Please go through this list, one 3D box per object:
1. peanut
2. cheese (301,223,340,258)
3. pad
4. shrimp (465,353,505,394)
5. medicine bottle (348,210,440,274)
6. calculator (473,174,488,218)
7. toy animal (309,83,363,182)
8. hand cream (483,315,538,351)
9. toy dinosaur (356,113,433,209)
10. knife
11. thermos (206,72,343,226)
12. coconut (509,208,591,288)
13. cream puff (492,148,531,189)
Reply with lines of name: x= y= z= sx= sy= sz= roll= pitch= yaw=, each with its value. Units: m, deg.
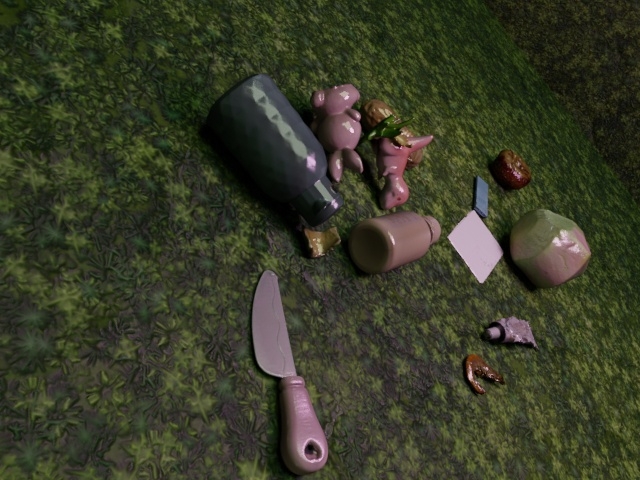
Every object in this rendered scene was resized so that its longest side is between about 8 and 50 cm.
peanut: x=0.178 y=-0.271 z=1.444 sx=0.214 sy=0.099 sz=0.099 roll=55 pitch=38 yaw=1
cheese: x=0.000 y=0.001 z=1.092 sx=0.084 sy=0.041 sz=0.060 roll=-6 pitch=58 yaw=-31
pad: x=0.426 y=0.011 z=1.557 sx=0.157 sy=0.004 sz=0.232 roll=55 pitch=38 yaw=1
shrimp: x=0.361 y=0.303 z=1.251 sx=0.127 sy=0.025 sz=0.091 roll=30 pitch=44 yaw=-22
medicine bottle: x=0.171 y=-0.005 z=1.214 sx=0.252 sy=0.114 sz=0.114 roll=-14 pitch=73 yaw=-50
calculator: x=0.480 y=-0.131 z=1.710 sx=0.057 sy=0.018 sz=0.172 roll=41 pitch=40 yaw=-18
toy animal: x=0.040 y=-0.232 z=1.270 sx=0.124 sy=0.124 sz=0.213 roll=-9 pitch=90 yaw=-49
hand cream: x=0.479 y=0.228 z=1.417 sx=0.256 sy=0.050 sz=0.084 roll=12 pitch=51 yaw=-44
toy dinosaur: x=0.177 y=-0.187 z=1.305 sx=0.194 sy=0.152 sz=0.177 roll=-44 pitch=101 yaw=-14
knife: x=-0.066 y=0.193 z=0.894 sx=0.081 sy=0.043 sz=0.336 roll=6 pitch=52 yaw=-36
thermos: x=-0.071 y=-0.156 z=1.070 sx=0.287 sy=0.145 sz=0.182 roll=52 pitch=4 yaw=-5
coconut: x=0.657 y=0.030 z=1.628 sx=0.236 sy=0.236 sz=0.205 roll=42 pitch=74 yaw=-15
cream puff: x=0.623 y=-0.229 z=1.882 sx=0.149 sy=0.084 sz=0.149 roll=28 pitch=41 yaw=-28
